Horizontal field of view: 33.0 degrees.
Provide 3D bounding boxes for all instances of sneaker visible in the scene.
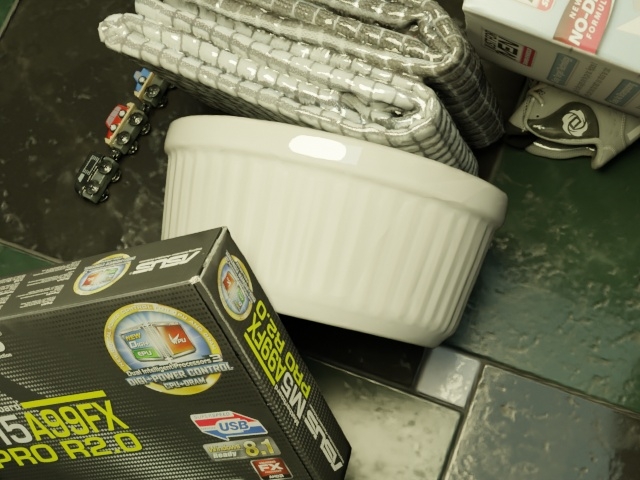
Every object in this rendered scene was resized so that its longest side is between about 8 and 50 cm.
[{"bbox_3d":[0.189,-0.154,0.959,0.132,0.086,0.228,-43,75,-6],"label":"sneaker"}]

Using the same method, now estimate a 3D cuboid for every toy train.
[{"bbox_3d":[-0.181,-0.107,1.006,0.036,0.027,0.158,24,76,23],"label":"toy train"}]

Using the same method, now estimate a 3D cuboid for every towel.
[{"bbox_3d":[-0.001,-0.144,0.878,0.284,0.235,0.121,23,90,18],"label":"towel"}]

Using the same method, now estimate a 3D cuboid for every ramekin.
[{"bbox_3d":[0.000,0.000,0.840,0.273,0.273,0.127,13,86,9],"label":"ramekin"}]

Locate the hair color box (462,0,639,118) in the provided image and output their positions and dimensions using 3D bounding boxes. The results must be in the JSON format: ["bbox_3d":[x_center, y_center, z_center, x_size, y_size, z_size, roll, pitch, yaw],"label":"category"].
[{"bbox_3d":[0.295,-0.133,0.767,0.375,0.185,0.113,22,93,8],"label":"hair color box"}]

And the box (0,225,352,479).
[{"bbox_3d":[-0.142,0.113,0.778,0.270,0.216,0.060,-11,33,25],"label":"box"}]
